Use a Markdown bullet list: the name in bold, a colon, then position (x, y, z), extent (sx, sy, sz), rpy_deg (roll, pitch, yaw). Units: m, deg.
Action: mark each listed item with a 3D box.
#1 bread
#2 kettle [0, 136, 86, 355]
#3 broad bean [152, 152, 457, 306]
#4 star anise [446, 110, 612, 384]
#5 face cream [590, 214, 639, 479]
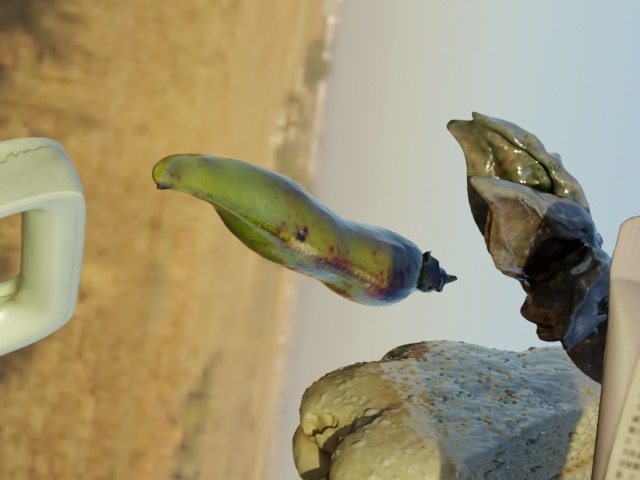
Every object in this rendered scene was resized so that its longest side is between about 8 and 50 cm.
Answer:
- **bread**: position (0.092, 0.133, 1.319), extent (0.337, 0.183, 0.102), rpy_deg (-16, 122, -53)
- **kettle**: position (-0.279, 0.017, 1.046), extent (0.265, 0.205, 0.318), rpy_deg (-50, 170, -24)
- **broad bean**: position (0.000, 0.000, 1.503), extent (0.061, 0.339, 0.077), rpy_deg (-40, -130, 21)
- **star anise**: position (0.134, 0.015, 1.053), extent (0.204, 0.061, 0.180), rpy_deg (60, 14, 15)
- **face cream**: position (0.166, 0.132, 0.805), extent (0.096, 0.154, 0.274), rpy_deg (21, 82, -59)
